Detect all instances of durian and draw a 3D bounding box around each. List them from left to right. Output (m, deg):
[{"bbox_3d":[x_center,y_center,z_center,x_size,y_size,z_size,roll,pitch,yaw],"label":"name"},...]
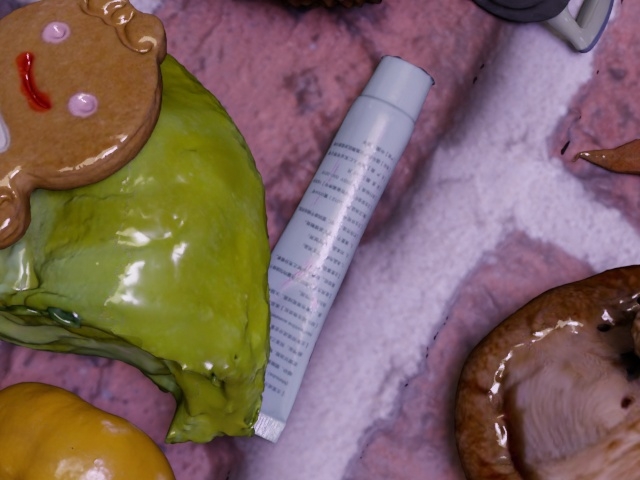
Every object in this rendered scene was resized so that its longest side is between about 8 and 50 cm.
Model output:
[{"bbox_3d":[-0.162,-0.022,0.792,0.256,0.204,0.339,1,78,0],"label":"durian"}]

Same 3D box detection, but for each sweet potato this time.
[{"bbox_3d":[0.315,-0.063,0.913,0.195,0.056,0.056,8,81,3],"label":"sweet potato"}]

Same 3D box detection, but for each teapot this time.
[{"bbox_3d":[0.197,-0.248,0.901,0.149,0.111,0.108,31,67,6],"label":"teapot"}]

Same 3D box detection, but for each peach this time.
[{"bbox_3d":[-0.188,0.187,0.784,0.179,0.179,0.103,43,43,2],"label":"peach"}]

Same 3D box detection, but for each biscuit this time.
[{"bbox_3d":[-0.215,-0.085,0.708,0.249,0.035,0.184,-21,67,-3],"label":"biscuit"}]

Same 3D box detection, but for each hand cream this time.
[{"bbox_3d":[0.000,0.000,0.873,0.085,0.058,0.331,27,81,-2],"label":"hand cream"}]

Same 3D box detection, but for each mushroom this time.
[{"bbox_3d":[0.239,0.147,0.810,0.267,0.254,0.267,3,99,17],"label":"mushroom"}]

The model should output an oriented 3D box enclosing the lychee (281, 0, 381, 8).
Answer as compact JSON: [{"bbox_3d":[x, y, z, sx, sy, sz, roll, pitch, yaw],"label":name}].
[{"bbox_3d":[0.000,-0.320,0.839,0.271,0.271,0.271,1,82,-4],"label":"lychee"}]
